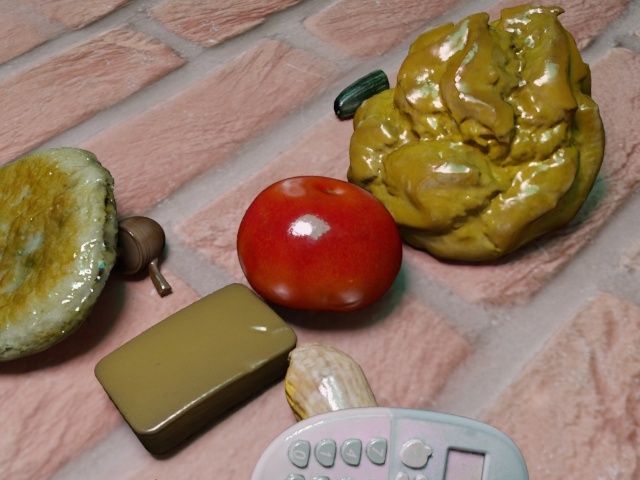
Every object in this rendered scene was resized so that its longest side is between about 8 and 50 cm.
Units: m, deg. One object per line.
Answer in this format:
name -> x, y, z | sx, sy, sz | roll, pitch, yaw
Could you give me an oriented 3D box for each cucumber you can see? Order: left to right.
cucumber -> 0.059, -0.225, 1.138 | 0.105, 0.048, 0.048 | -34, 54, -23

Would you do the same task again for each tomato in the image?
tomato -> 0.000, 0.000, 0.851 | 0.195, 0.136, 0.195 | 6, 28, -3

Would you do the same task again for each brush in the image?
brush -> -0.133, 0.136, 0.800 | 0.197, 0.059, 0.123 | -30, 50, -25

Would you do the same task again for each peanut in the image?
peanut -> 0.026, 0.184, 0.731 | 0.087, 0.087, 0.206 | -21, 49, -16

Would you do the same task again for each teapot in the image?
teapot -> -0.226, 0.026, 0.921 | 0.110, 0.085, 0.080 | 47, 35, 4

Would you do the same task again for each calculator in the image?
calculator -> 0.082, 0.240, 0.636 | 0.296, 0.042, 0.183 | 10, 85, -7

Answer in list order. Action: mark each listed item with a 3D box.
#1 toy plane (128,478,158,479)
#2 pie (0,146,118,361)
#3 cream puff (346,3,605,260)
toy plane -> -0.177, 0.269, 0.698 | 0.079, 0.031, 0.083 | -35, 55, -26
pie -> -0.374, 0.015, 0.889 | 0.323, 0.070, 0.323 | -12, 52, 16
cream puff -> 0.196, -0.154, 0.929 | 0.325, 0.257, 0.291 | 1, 43, 3
